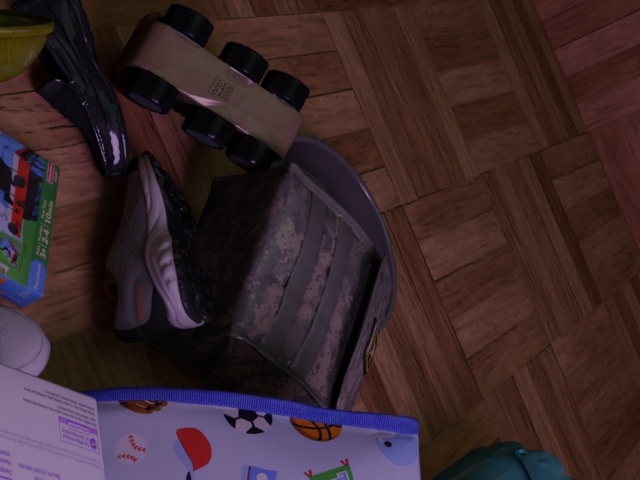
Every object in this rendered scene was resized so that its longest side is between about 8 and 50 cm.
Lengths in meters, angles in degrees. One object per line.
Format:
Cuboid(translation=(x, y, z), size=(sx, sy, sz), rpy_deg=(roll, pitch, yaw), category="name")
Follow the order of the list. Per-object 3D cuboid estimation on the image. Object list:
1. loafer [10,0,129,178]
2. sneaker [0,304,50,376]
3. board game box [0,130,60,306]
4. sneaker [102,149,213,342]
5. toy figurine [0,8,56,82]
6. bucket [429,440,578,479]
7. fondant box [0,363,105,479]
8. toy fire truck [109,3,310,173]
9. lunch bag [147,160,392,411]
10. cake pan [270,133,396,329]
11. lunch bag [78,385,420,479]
Cuboid(translation=(-0.276, -0.170, 1.411), size=(0.078, 0.076, 0.223), rpy_deg=(-23, 98, -23), category="loafer")
Cuboid(translation=(-0.331, 0.067, 1.069), size=(0.305, 0.152, 0.114), rpy_deg=(16, 36, -53), category="sneaker")
Cuboid(translation=(-0.351, -0.049, 1.236), size=(0.211, 0.039, 0.160), rpy_deg=(34, 45, -41), category="board game box")
Cuboid(translation=(-0.194, 0.001, 1.392), size=(0.100, 0.108, 0.271), rpy_deg=(57, 13, -40), category="sneaker")
Cuboid(translation=(-0.400, -0.089, 1.090), size=(0.362, 0.191, 0.217), rpy_deg=(-14, 104, -52), category="toy figurine")
Cuboid(translation=(0.211, 0.406, 1.599), size=(0.183, 0.281, 0.281), rpy_deg=(-10, 79, -55), category="bucket")
Cuboid(translation=(-0.248, 0.249, 0.902), size=(0.238, 0.096, 0.330), rpy_deg=(35, 36, -54), category="fondant box")
Cuboid(translation=(-0.150, -0.193, 1.557), size=(0.217, 0.246, 0.158), rpy_deg=(31, 79, -24), category="toy fire truck")
Cuboid(translation=(-0.026, 0.089, 1.494), size=(0.287, 0.169, 0.235), rpy_deg=(43, 54, -36), category="lunch bag")
Cuboid(translation=(0.000, 0.000, 1.730), size=(0.293, 0.054, 0.293), rpy_deg=(35, 43, -42), category="cake pan")
Cuboid(translation=(-0.117, 0.316, 1.150), size=(0.385, 0.239, 0.328), rpy_deg=(10, 55, -18), category="lunch bag")
